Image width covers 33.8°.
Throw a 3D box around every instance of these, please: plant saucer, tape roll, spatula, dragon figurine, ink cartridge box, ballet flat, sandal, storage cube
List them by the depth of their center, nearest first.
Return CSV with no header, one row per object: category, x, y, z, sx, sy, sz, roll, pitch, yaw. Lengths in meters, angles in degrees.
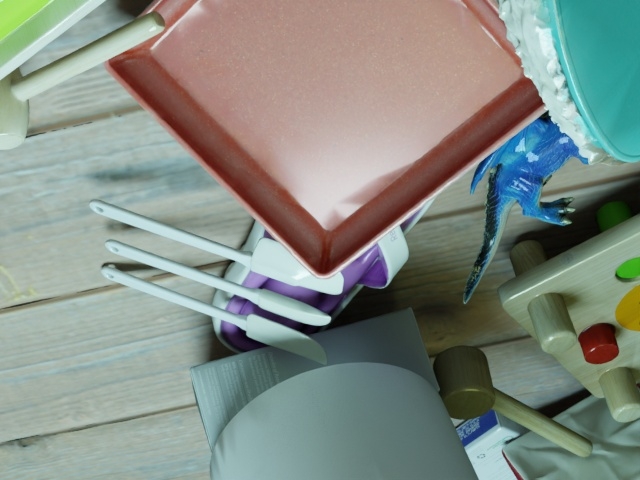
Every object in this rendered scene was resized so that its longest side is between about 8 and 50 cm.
ballet flat,0.154,-0.247,0.690,0.147,0.147,0.408,-16,121,8
plant saucer,0.009,-0.135,0.815,0.259,0.047,0.258,-39,105,24
dragon figurine,0.170,-0.082,0.929,0.144,0.085,0.289,23,123,-27
sandal,0.015,0.002,0.977,0.169,0.102,0.416,7,138,-18
spatula,-0.099,0.033,0.980,0.242,0.019,0.168,20,149,8
tape roll,0.031,0.257,0.981,0.246,0.169,0.246,-9,131,-11
storage cube,0.358,0.308,1.232,0.215,0.183,0.193,-32,111,3
ink cartridge box,0.225,0.317,1.389,0.224,0.045,0.223,29,123,-32

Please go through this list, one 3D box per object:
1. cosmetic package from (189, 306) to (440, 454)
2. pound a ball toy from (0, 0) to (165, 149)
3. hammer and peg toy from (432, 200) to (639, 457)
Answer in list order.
cosmetic package,-0.005,0.159,1.091,0.238,0.107,0.127,-16,158,-10
pound a ball toy,-0.196,-0.213,0.730,0.319,0.135,0.208,-30,158,22
hammer and peg toy,0.304,0.083,1.098,0.361,0.127,0.266,-30,135,22
